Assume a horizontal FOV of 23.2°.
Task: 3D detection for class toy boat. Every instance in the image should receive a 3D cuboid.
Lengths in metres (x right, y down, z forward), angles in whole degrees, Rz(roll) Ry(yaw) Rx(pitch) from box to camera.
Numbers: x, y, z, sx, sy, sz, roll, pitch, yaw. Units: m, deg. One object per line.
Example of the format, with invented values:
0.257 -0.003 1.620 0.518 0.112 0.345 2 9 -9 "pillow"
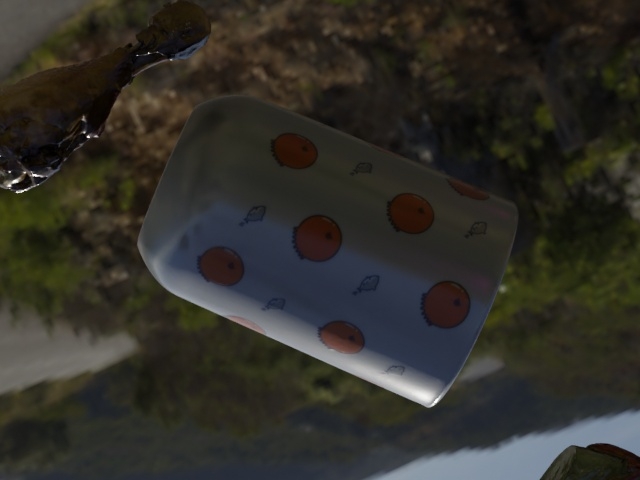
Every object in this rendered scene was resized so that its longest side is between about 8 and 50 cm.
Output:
0.215 0.212 1.262 0.089 0.071 0.185 -64 -178 -42 "toy boat"

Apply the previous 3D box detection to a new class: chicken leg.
-0.208 -0.137 1.401 0.251 0.087 0.107 -36 -165 -12 "chicken leg"

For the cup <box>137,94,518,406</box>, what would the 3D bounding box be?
0.000 0.000 1.473 0.212 0.317 0.212 -157 -90 -86 "cup"
